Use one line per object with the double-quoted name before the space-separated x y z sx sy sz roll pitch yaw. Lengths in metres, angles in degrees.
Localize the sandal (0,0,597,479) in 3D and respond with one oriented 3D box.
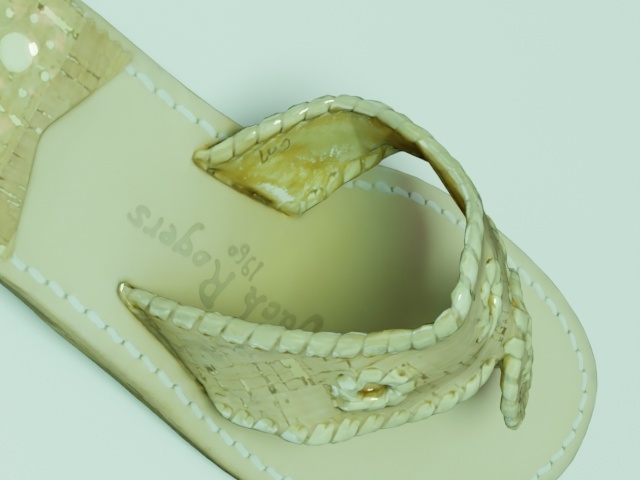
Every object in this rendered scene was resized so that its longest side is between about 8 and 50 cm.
"sandal" -0.002 0.006 0.431 0.240 0.079 0.088 31 73 -31
